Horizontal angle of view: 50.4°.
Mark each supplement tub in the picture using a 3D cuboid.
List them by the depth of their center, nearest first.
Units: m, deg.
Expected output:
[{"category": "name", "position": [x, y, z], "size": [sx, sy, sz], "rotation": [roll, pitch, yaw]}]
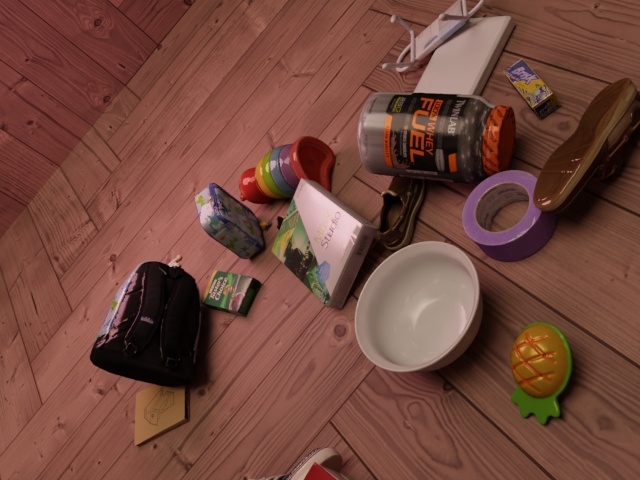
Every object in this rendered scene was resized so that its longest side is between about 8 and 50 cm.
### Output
[{"category": "supplement tub", "position": [0.276, -0.245, 1.621], "size": [0.338, 0.207, 0.207], "rotation": [8, 66, 27]}]

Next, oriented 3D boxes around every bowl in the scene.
[{"category": "bowl", "position": [0.230, 0.160, 1.456], "size": [0.298, 0.134, 0.298], "rotation": [-23, 49, 29]}]

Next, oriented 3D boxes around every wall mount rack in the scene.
[{"category": "wall mount rack", "position": [0.295, -0.588, 1.880], "size": [0.350, 0.130, 0.304], "rotation": [-37, 32, 37]}]

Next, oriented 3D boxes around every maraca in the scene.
[{"category": "maraca", "position": [0.408, 0.245, 1.268], "size": [0.127, 0.099, 0.186], "rotation": [9, 93, 56]}]

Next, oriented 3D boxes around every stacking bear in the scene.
[{"category": "stacking bear", "position": [-0.123, -0.190, 2.021], "size": [0.289, 0.164, 0.175], "rotation": [-18, 50, 38]}]

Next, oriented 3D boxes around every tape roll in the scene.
[{"category": "tape roll", "position": [0.412, -0.054, 1.489], "size": [0.189, 0.080, 0.189], "rotation": [-24, 47, 28]}]

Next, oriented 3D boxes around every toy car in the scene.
[{"category": "toy car", "position": [-0.131, -0.061, 2.005], "size": [0.122, 0.060, 0.040], "rotation": [17, 42, 40]}]

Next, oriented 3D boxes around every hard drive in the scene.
[{"category": "hard drive", "position": [0.377, -0.471, 1.853], "size": [0.203, 0.040, 0.307], "rotation": [15, 73, 47]}]

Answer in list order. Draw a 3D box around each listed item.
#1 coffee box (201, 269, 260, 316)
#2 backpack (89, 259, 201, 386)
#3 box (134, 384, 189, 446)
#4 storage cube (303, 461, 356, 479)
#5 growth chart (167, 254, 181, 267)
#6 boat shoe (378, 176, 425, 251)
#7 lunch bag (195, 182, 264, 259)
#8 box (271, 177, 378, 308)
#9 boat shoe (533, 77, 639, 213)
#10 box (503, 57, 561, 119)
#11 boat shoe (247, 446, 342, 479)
[{"category": "coffee box", "position": [-0.264, 0.151, 1.978], "size": [0.184, 0.040, 0.113], "rotation": [8, 69, 45]}, {"category": "backpack", "position": [-0.477, 0.224, 1.935], "size": [0.273, 0.290, 0.355], "rotation": [-42, 34, 51]}, {"category": "box", "position": [-0.450, 0.472, 1.930], "size": [0.201, 0.021, 0.164], "rotation": [-30, 45, 22]}, {"category": "storage cube", "position": [0.044, 0.568, 1.290], "size": [0.215, 0.183, 0.193], "rotation": [23, 78, 48]}, {"category": "growth chart", "position": [-0.504, 0.173, 2.194], "size": [0.172, 0.021, 0.237], "rotation": [-36, 43, 17]}, {"category": "boat shoe", "position": [0.198, -0.103, 1.704], "size": [0.095, 0.095, 0.257], "rotation": [-12, 54, 36]}, {"category": "lunch bag", "position": [-0.266, -0.060, 1.997], "size": [0.090, 0.219, 0.176], "rotation": [-37, 42, 15]}, {"category": "box", "position": [0.000, 0.000, 1.783], "size": [0.322, 0.058, 0.232], "rotation": [41, 112, 51]}, {"category": "boat shoe", "position": [0.569, -0.174, 1.400], "size": [0.342, 0.123, 0.123], "rotation": [-53, 16, -16]}, {"category": "box", "position": [0.509, -0.369, 1.648], "size": [0.059, 0.054, 0.169], "rotation": [-36, 43, 17]}, {"category": "boat shoe", "position": [-0.106, 0.550, 1.478], "size": [0.340, 0.127, 0.158], "rotation": [-51, 48, 1]}]
